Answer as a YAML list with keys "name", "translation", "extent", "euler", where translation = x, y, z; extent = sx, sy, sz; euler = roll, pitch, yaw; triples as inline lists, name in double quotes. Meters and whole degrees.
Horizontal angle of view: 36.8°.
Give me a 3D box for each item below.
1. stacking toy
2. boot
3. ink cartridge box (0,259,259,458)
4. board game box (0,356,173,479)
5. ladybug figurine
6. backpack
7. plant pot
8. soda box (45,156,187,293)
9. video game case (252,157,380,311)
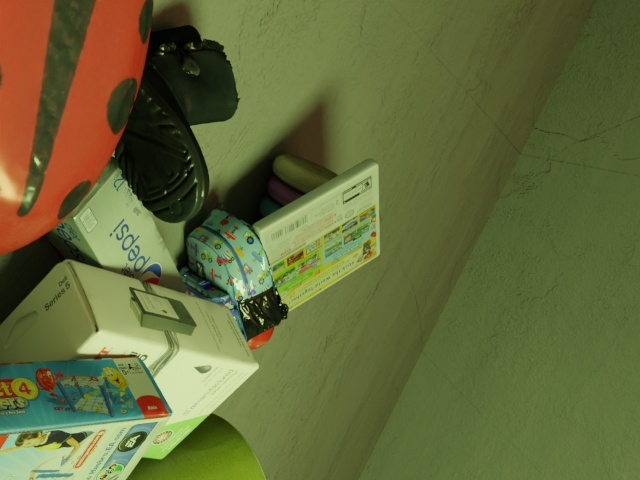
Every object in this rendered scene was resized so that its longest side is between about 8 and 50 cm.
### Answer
- name: "stacking toy"
  translation: [-0.072, 0.032, 1.576]
  extent: [0.141, 0.141, 0.330]
  euler: [-2, 119, -65]
- name: "boot"
  translation: [-0.154, -0.145, 1.099]
  extent: [0.094, 0.246, 0.207]
  euler: [-38, 169, 31]
- name: "ink cartridge box"
  translation: [-0.243, 0.152, 1.151]
  extent: [0.198, 0.115, 0.273]
  euler: [-44, 145, 18]
- name: "board game box"
  translation: [-0.356, 0.255, 0.984]
  extent: [0.302, 0.086, 0.308]
  euler: [5, 130, -48]
- name: "ladybug figurine"
  translation: [-0.264, -0.179, 0.819]
  extent: [0.305, 0.162, 0.449]
  euler: [-1, 106, -52]
- name: "backpack"
  translation: [-0.140, 0.048, 1.408]
  extent: [0.117, 0.158, 0.173]
  euler: [-30, 128, -27]
- name: "plant pot"
  translation: [-0.266, 0.418, 1.399]
  extent: [0.293, 0.275, 0.275]
  euler: [-9, 122, -45]
- name: "soda box"
  translation: [-0.258, 0.004, 1.167]
  extent: [0.091, 0.098, 0.286]
  euler: [-54, 155, -24]
- name: "video game case"
  translation: [0.000, 0.000, 1.505]
  extent: [0.227, 0.026, 0.206]
  euler: [-31, 141, -24]
